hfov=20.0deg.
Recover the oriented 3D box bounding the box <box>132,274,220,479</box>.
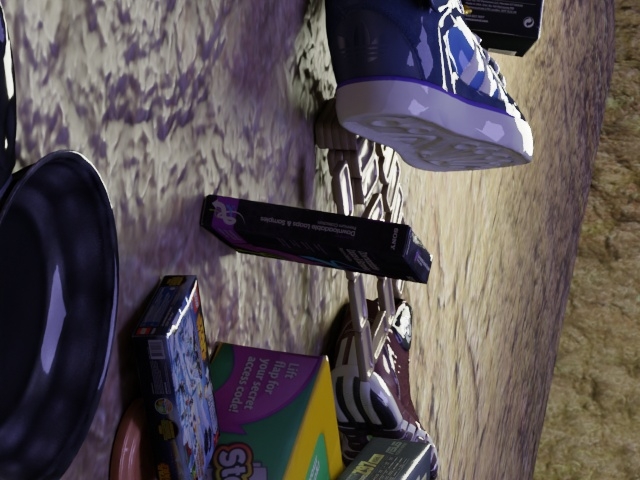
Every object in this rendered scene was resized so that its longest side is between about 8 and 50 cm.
[{"bbox_3d":[-0.101,0.105,1.292,0.094,0.027,0.137,-68,154,-63],"label":"box"}]

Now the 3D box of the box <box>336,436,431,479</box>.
[{"bbox_3d":[0.039,0.280,1.488,0.232,0.059,0.183,-36,130,-72],"label":"box"}]

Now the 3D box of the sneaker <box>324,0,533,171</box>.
[{"bbox_3d":[0.109,-0.201,1.702,0.322,0.130,0.236,16,71,-59],"label":"sneaker"}]

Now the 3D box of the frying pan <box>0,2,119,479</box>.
[{"bbox_3d":[-0.174,0.017,0.959,0.326,0.053,0.197,66,34,-61],"label":"frying pan"}]

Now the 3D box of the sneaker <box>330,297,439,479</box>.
[{"bbox_3d":[0.076,0.150,1.915,0.281,0.106,0.163,70,28,-60],"label":"sneaker"}]

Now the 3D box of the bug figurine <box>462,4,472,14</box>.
[{"bbox_3d":[0.107,-0.305,1.865,0.279,0.072,0.216,-42,137,-69],"label":"bug figurine"}]

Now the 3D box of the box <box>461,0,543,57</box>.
[{"bbox_3d":[0.212,-0.321,2.125,0.261,0.103,0.184,-21,121,-87],"label":"box"}]

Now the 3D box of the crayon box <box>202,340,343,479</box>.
[{"bbox_3d":[-0.071,0.318,1.412,0.313,0.106,0.363,81,20,-45],"label":"crayon box"}]

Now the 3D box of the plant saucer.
[{"bbox_3d":[-0.128,0.153,1.285,0.083,0.013,0.084,7,90,-75],"label":"plant saucer"}]

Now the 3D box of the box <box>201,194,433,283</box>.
[{"bbox_3d":[0.000,0.000,1.409,0.116,0.162,0.029,43,56,-73],"label":"box"}]

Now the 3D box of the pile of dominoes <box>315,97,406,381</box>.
[{"bbox_3d":[0.038,-0.019,1.753,0.196,0.040,0.251,-63,150,-55],"label":"pile of dominoes"}]
